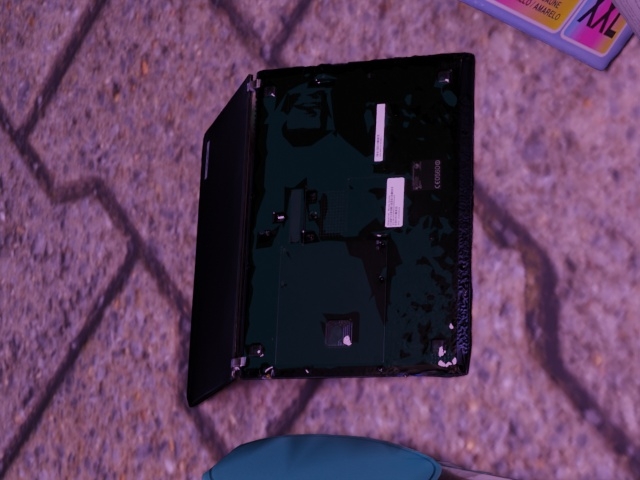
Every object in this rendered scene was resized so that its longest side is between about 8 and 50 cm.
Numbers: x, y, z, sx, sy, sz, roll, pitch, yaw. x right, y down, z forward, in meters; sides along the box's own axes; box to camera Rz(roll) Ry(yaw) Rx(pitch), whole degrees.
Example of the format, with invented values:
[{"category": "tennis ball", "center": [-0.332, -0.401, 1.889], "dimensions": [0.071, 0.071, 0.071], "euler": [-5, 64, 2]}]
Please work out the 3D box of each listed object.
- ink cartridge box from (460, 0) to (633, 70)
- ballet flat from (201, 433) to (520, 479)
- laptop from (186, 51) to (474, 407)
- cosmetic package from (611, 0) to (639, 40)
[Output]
[{"category": "ink cartridge box", "center": [0.168, -0.326, 0.888], "dimensions": [0.395, 0.270, 0.151], "euler": [-57, 47, 18]}, {"category": "ballet flat", "center": [0.077, 0.208, 0.930], "dimensions": [0.408, 0.147, 0.147], "euler": [0, 77, 47]}, {"category": "laptop", "center": [0.000, 0.000, 1.152], "dimensions": [0.264, 0.136, 0.234], "euler": [-3, 74, 19]}, {"category": "cosmetic package", "center": [0.290, -0.077, 0.626], "dimensions": [0.197, 0.155, 0.365], "euler": [-42, 35, 4]}]
